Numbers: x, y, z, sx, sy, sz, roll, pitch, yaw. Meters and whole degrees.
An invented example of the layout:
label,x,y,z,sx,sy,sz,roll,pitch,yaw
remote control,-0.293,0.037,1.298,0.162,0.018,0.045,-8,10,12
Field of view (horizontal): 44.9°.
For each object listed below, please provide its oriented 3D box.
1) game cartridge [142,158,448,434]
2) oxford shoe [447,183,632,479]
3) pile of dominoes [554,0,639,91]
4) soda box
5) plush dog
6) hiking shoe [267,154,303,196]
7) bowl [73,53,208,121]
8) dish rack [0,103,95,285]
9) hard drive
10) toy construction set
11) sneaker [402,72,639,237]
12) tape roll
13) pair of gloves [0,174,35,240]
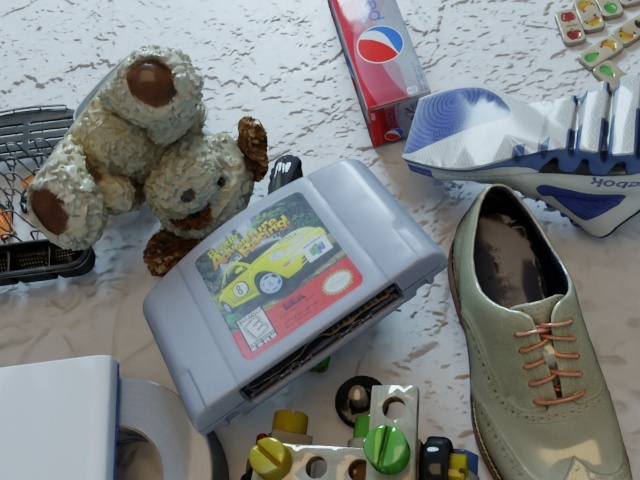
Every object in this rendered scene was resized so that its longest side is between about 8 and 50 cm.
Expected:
label,x,y,z,sx,sy,sz,roll,pitch,yaw
game cartridge,-0.040,0.042,0.805,0.294,0.060,0.196,-35,46,-2
oxford shoe,0.211,0.128,0.775,0.140,0.146,0.397,-17,62,0
pile of dominoes,0.446,-0.300,1.014,0.251,0.040,0.196,-33,63,-8
soda box,0.071,-0.260,1.026,0.083,0.092,0.263,-16,62,2
plush dog,-0.187,-0.090,0.931,0.262,0.225,0.210,-49,21,11
hiking shoe,0.000,0.000,0.922,0.114,0.086,0.226,-8,71,-5
bowl,-0.236,-0.160,1.032,0.142,0.053,0.142,38,74,1
dish rack,-0.392,-0.067,1.003,0.208,0.074,0.271,-7,65,-1
hard drive,-0.309,0.282,0.763,0.210,0.040,0.318,-8,63,6
toy construction set,0.004,0.247,0.698,0.257,0.237,0.309,26,71,21
sneaker,0.260,-0.078,0.874,0.316,0.182,0.127,3,58,33
tape roll,-0.211,0.261,0.821,0.219,0.072,0.219,-4,63,8
pair of gloves,-0.408,-0.044,1.042,0.083,0.010,0.074,-29,67,-7
